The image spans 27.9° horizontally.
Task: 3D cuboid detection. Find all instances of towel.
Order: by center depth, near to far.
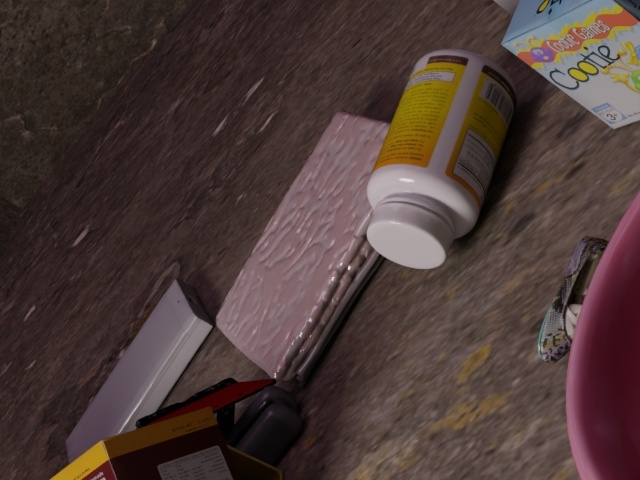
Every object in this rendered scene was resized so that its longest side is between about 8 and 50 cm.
[{"bbox_3d":[0.000,0.000,1.570,0.332,0.053,0.317,-58,21,-1],"label":"towel"}]

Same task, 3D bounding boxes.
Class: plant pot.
[{"bbox_3d":[-0.098,0.277,1.349,0.083,0.081,0.081,-48,21,38],"label":"plant pot"}]

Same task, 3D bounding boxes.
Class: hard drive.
[{"bbox_3d":[-0.271,0.215,1.902,0.307,0.040,0.203,-55,20,4],"label":"hard drive"}]

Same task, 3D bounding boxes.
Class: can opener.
[{"bbox_3d":[-0.138,0.270,1.422,0.283,0.095,0.076,-52,23,15],"label":"can opener"}]

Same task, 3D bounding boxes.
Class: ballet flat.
[{"bbox_3d":[0.209,0.047,1.033,0.041,0.041,0.114,-14,47,62],"label":"ballet flat"}]

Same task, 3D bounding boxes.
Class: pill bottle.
[{"bbox_3d":[0.120,-0.082,1.315,0.117,0.117,0.215,-26,36,56],"label":"pill bottle"}]

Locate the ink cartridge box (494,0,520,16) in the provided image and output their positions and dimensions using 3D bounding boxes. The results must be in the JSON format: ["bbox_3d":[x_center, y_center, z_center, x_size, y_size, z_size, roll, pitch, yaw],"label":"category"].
[{"bbox_3d":[0.172,-0.425,1.429,0.131,0.306,0.226,-37,29,43],"label":"ink cartridge box"}]

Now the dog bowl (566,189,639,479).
[{"bbox_3d":[0.296,0.042,0.672,0.408,0.150,0.408,-47,23,27],"label":"dog bowl"}]

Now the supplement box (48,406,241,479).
[{"bbox_3d":[-0.165,0.296,1.249,0.191,0.129,0.194,-39,70,46],"label":"supplement box"}]

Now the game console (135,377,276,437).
[{"bbox_3d":[-0.128,0.215,1.453,0.085,0.144,0.124,28,125,38],"label":"game console"}]

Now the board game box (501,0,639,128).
[{"bbox_3d":[0.296,-0.261,1.133,0.144,0.142,0.275,-18,43,60],"label":"board game box"}]
